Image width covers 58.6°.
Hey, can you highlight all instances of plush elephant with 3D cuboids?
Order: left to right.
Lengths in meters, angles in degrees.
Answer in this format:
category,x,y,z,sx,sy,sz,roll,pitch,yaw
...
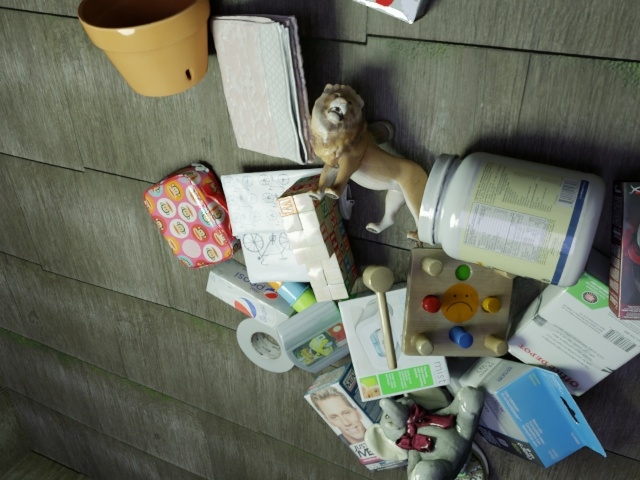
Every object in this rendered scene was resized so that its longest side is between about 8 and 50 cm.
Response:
category,x,y,z,sx,sy,sz,roll,pitch,yaw
plush elephant,0.252,0.478,1.455,0.256,0.271,0.330,25,160,29

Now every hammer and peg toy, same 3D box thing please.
category,x,y,z,sx,sy,sz,roll,pitch,yaw
hammer and peg toy,0.264,0.148,1.311,0.362,0.127,0.265,2,99,-11

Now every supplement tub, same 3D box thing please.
category,x,y,z,sx,sy,sz,roll,pitch,yaw
supplement tub,0.389,-0.053,1.183,0.325,0.235,0.235,16,126,21

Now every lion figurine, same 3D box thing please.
category,x,y,z,sx,sy,sz,roll,pitch,yaw
lion figurine,0.125,-0.162,1.290,0.392,0.240,0.142,31,164,-24

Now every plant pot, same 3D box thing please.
category,x,y,z,sx,sy,sz,roll,pitch,yaw
plant pot,-0.389,-0.479,1.347,0.291,0.290,0.203,16,142,21

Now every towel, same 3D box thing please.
category,x,y,z,sx,sy,sz,roll,pitch,yaw
towel,-0.141,-0.355,1.341,0.317,0.054,0.331,24,132,47

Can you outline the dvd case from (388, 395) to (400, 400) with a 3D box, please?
category,x,y,z,sx,sy,sz,roll,pitch,yaw
dvd case,0.193,0.428,1.653,0.030,0.179,0.238,-28,106,4

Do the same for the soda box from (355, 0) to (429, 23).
category,x,y,z,sx,sy,sz,roll,pitch,yaw
soda box,0.112,-0.514,1.152,0.216,0.074,0.069,27,129,13

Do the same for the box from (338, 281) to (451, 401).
category,x,y,z,sx,sy,sz,roll,pitch,yaw
box,0.190,0.250,1.465,0.231,0.127,0.261,-13,91,7

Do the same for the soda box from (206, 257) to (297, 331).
category,x,y,z,sx,sy,sz,roll,pitch,yaw
soda box,-0.205,0.168,1.758,0.287,0.098,0.091,28,130,11

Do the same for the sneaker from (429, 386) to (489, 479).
category,x,y,z,sx,sy,sz,roll,pitch,yaw
sneaker,0.360,0.632,1.675,0.158,0.182,0.410,-18,110,36

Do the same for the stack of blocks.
category,x,y,z,sx,sy,sz,roll,pitch,yaw
stack of blocks,0.000,0.000,1.418,0.087,0.171,0.296,-10,110,21

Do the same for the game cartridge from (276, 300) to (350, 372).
category,x,y,z,sx,sy,sz,roll,pitch,yaw
game cartridge,-0.002,0.275,1.592,0.196,0.060,0.294,-28,144,4

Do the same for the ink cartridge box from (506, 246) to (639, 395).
category,x,y,z,sx,sy,sz,roll,pitch,yaw
ink cartridge box,0.595,0.189,1.294,0.211,0.121,0.289,36,131,6

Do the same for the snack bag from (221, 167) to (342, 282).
category,x,y,z,sx,sy,sz,roll,pitch,yaw
snack bag,-0.093,-0.027,1.551,0.324,0.037,0.342,-1,112,18

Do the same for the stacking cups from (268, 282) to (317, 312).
category,x,y,z,sx,sy,sz,roll,pitch,yaw
stacking cups,-0.080,0.140,1.675,0.316,0.096,0.096,44,131,1

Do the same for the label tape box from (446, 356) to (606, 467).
category,x,y,z,sx,sy,sz,roll,pitch,yaw
label tape box,0.485,0.422,1.414,0.249,0.115,0.348,55,162,-11

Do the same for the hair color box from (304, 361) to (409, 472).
category,x,y,z,sx,sy,sz,roll,pitch,yaw
hair color box,0.128,0.569,1.819,0.347,0.105,0.174,50,130,-6

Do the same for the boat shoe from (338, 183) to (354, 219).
category,x,y,z,sx,sy,sz,roll,pitch,yaw
boat shoe,0.070,-0.100,1.470,0.035,0.035,0.100,3,114,32

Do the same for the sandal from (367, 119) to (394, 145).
category,x,y,z,sx,sy,sz,roll,pitch,yaw
sandal,0.092,-0.234,1.359,0.180,0.049,0.072,-17,111,36

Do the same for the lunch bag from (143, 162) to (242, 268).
category,x,y,z,sx,sy,sz,roll,pitch,yaw
lunch bag,-0.356,-0.070,1.676,0.258,0.120,0.293,-15,110,35

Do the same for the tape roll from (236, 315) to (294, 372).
category,x,y,z,sx,sy,sz,roll,pitch,yaw
tape roll,-0.160,0.320,1.846,0.219,0.072,0.219,14,125,21

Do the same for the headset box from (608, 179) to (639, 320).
category,x,y,z,sx,sy,sz,roll,pitch,yaw
headset box,0.672,0.031,1.072,0.218,0.110,0.292,1,98,17
